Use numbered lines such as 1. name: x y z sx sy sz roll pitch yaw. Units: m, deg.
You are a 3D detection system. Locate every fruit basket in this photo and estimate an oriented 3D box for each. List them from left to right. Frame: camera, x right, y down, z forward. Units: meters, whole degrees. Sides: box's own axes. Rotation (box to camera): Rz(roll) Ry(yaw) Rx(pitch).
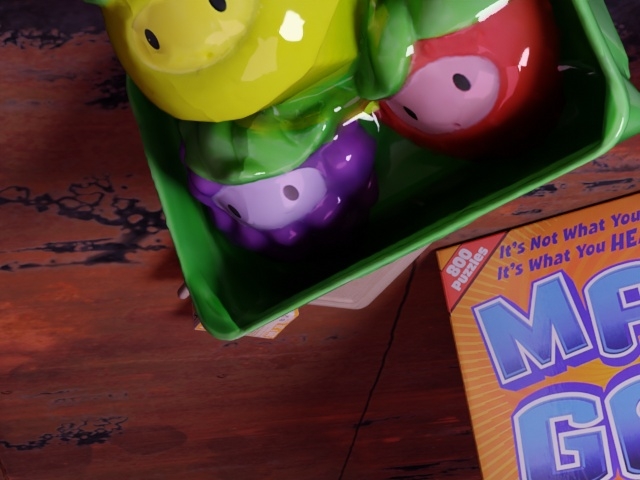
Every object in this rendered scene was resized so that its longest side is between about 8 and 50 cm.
1. fruit basket: -0.005 -0.118 0.875 0.392 0.283 0.392 -18 166 -5

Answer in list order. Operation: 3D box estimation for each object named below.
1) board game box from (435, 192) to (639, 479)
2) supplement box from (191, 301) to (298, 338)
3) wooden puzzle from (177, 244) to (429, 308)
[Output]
1. board game box: 0.367 0.187 1.396 0.356 0.356 0.356 -17 151 14
2. supplement box: -0.082 0.074 1.406 0.098 0.036 0.062 9 146 -28
3. wooden puzzle: 0.000 0.000 1.296 0.239 0.044 0.221 3 150 -29
